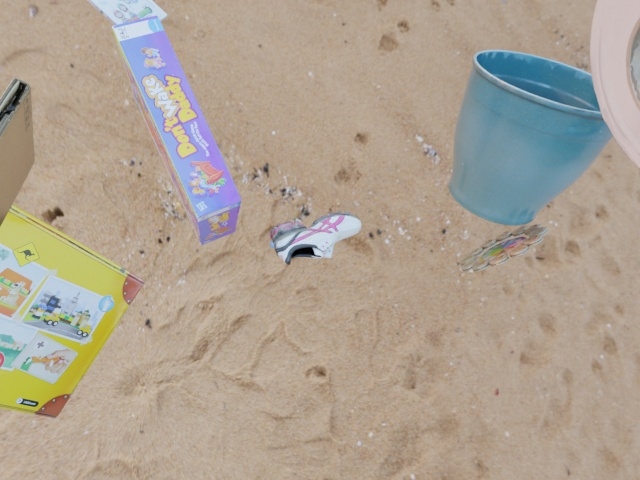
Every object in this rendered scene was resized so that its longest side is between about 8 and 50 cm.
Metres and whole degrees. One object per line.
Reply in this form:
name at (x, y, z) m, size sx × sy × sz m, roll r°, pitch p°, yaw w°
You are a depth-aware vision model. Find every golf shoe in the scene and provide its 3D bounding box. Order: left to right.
golf shoe at (0.000, 0.000, 0.864) m, size 0.186 × 0.067 × 0.086 m, roll -14°, pitch 59°, yaw -18°

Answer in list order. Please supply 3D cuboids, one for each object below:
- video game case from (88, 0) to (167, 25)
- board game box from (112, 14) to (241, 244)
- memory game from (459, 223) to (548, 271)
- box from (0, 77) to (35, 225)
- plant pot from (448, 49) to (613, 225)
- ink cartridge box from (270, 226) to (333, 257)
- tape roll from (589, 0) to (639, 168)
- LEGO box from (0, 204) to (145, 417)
video game case at (-0.525, -0.638, 1.223) m, size 0.143 × 0.019 × 0.157 m, roll 41°, pitch 52°, yaw -17°
board game box at (-0.257, -0.182, 0.821) m, size 0.078 × 0.233 × 0.347 m, roll -24°, pitch 84°, yaw -17°
memory game at (0.371, 0.014, 0.912) m, size 0.186 × 0.186 × 0.012 m, roll -32°, pitch 95°, yaw -27°
box at (-0.407, -0.083, 0.562) m, size 0.021 × 0.201 × 0.164 m, roll 22°, pitch 62°, yaw -24°
plant pot at (0.371, -0.178, 0.829) m, size 0.272 × 0.255 × 0.271 m, roll 7°, pitch 39°, yaw -6°
ink cartridge box at (-0.037, 0.006, 1.212) m, size 0.104 × 0.180 × 0.060 m, roll 21°, pitch 76°, yaw -46°
tape roll at (0.410, -0.189, 0.452) m, size 0.100 × 0.286 × 0.286 m, roll -19°, pitch 79°, yaw 4°
LEGO box at (-0.694, 0.121, 0.940) m, size 0.193 × 0.500 × 0.372 m, roll 17°, pitch 70°, yaw 32°
